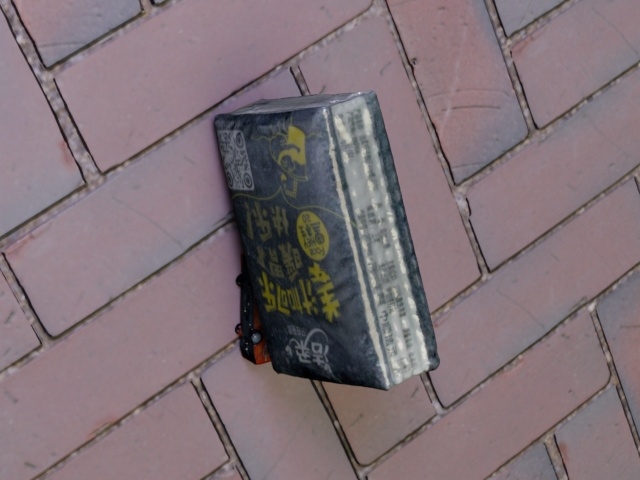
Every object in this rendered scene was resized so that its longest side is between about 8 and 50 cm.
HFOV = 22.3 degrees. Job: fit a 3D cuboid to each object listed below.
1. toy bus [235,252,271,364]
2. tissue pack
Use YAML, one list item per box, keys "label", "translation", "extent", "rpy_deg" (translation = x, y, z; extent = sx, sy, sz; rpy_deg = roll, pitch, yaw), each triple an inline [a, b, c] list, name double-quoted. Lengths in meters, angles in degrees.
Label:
- label: "toy bus"
  translation: [-0.056, 0.064, 1.569]
  extent: [0.043, 0.031, 0.110]
  rpy_deg: [-10, 112, -32]
- label: "tissue pack"
  translation: [0.000, 0.000, 1.460]
  extent: [0.081, 0.185, 0.257]
  rpy_deg: [-20, 103, -32]
